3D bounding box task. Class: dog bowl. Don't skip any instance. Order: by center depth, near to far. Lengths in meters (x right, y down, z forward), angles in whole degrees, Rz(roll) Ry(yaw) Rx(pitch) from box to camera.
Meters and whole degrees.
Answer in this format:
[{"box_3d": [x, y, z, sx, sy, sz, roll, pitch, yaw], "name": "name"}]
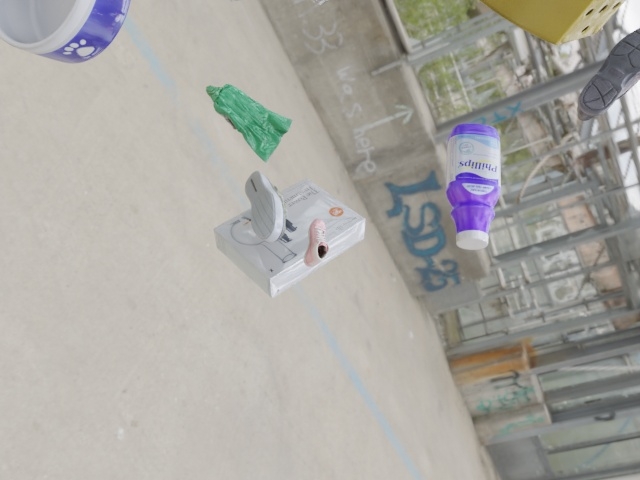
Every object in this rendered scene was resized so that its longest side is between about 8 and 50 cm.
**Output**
[{"box_3d": [-0.467, -0.458, 1.019, 0.104, 0.264, 0.265, 0, 71, -64], "name": "dog bowl"}]

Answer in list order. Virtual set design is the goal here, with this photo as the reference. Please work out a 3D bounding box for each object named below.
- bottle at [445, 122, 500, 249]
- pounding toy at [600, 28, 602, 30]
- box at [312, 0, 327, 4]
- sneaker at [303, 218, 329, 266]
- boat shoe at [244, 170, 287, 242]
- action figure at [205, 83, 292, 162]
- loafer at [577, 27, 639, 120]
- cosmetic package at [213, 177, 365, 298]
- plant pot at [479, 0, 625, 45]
[{"box_3d": [0.338, -0.121, 1.276, 0.092, 0.118, 0.283, 93, 4, -68], "name": "bottle"}, {"box_3d": [0.696, -0.616, 1.450, 0.141, 0.130, 0.100, 136, -54, -66], "name": "pounding toy"}, {"box_3d": [-0.086, -0.839, 1.608, 0.307, 0.076, 0.243, 7, 84, -39], "name": "box"}, {"box_3d": [0.000, 0.000, 1.474, 0.051, 0.070, 0.134, 25, 64, -26], "name": "sneaker"}, {"box_3d": [-0.135, -0.094, 1.598, 0.094, 0.109, 0.302, 26, 26, -32], "name": "boat shoe"}, {"box_3d": [-0.197, -0.322, 1.472, 0.232, 0.063, 0.137, 36, 76, -29], "name": "action figure"}, {"box_3d": [0.774, -0.433, 1.486, 0.109, 0.302, 0.095, 45, 0, 15], "name": "loafer"}, {"box_3d": [-0.092, -0.021, 1.771, 0.284, 0.377, 0.098, 38, -34, 31], "name": "cosmetic package"}, {"box_3d": [0.446, -0.478, 1.027, 0.212, 0.212, 0.187, -24, 71, -32], "name": "plant pot"}]
